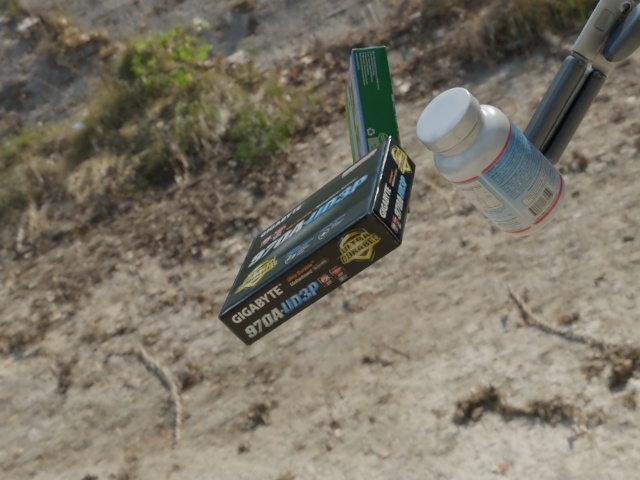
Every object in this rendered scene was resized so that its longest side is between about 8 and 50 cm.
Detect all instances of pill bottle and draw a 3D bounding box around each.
[{"bbox_3d":[0.171,-0.080,0.968,0.087,0.160,0.087,-33,36,28],"label":"pill bottle"}]

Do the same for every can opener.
[{"bbox_3d":[0.394,-0.242,1.430,0.280,0.074,0.093,-59,15,11],"label":"can opener"}]

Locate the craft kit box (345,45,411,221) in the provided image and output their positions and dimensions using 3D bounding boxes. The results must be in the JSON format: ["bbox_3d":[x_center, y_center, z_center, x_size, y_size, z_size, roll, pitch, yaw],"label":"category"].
[{"bbox_3d":[0.082,-0.129,1.443,0.060,0.250,0.247,-6,-11,-5],"label":"craft kit box"}]

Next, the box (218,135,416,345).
[{"bbox_3d":[0.000,0.000,1.034,0.220,0.051,0.175,-35,18,28],"label":"box"}]
